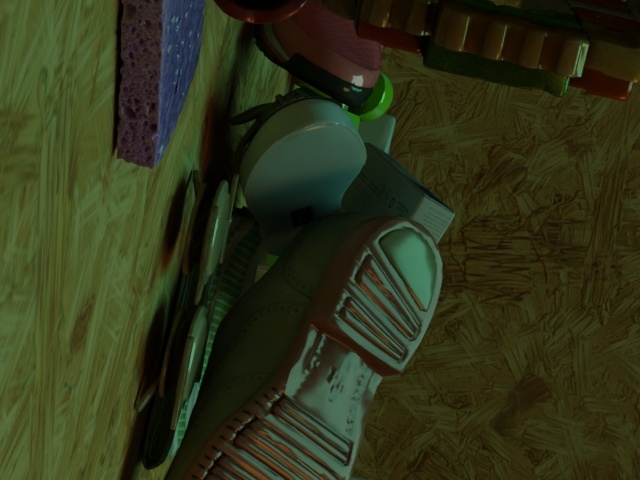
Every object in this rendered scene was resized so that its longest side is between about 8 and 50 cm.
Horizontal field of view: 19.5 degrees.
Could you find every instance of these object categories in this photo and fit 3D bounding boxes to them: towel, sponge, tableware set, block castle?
[{"bbox_3d":[-0.102,0.081,1.735,0.325,0.038,0.248,32,72,-86],"label":"towel"},{"bbox_3d":[-0.093,-0.156,1.128,0.210,0.031,0.117,99,5,-46],"label":"sponge"},{"bbox_3d":[-0.109,0.042,1.499,0.128,0.039,0.194,-68,170,-75],"label":"tableware set"},{"bbox_3d":[0.155,-0.266,1.331,0.213,0.453,0.303,-88,-170,-71],"label":"block castle"}]

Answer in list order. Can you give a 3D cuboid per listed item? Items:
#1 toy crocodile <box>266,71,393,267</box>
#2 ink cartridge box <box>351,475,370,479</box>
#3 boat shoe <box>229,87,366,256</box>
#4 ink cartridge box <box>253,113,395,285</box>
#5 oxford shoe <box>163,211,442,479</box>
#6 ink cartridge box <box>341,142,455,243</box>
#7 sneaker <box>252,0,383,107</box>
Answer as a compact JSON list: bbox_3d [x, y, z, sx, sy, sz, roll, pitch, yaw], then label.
[{"bbox_3d":[-0.001,-0.120,2.138,0.115,0.105,0.340,28,74,-57],"label":"toy crocodile"},{"bbox_3d":[-0.031,0.286,1.998,0.148,0.203,0.086,43,60,-68],"label":"ink cartridge box"},{"bbox_3d":[-0.022,-0.079,1.656,0.306,0.113,0.105,74,-1,-73],"label":"boat shoe"},{"bbox_3d":[0.000,0.000,2.307,0.211,0.121,0.289,100,4,-50],"label":"ink cartridge box"},{"bbox_3d":[-0.046,0.147,1.599,0.140,0.146,0.397,48,70,-33],"label":"oxford shoe"},{"bbox_3d":[0.026,0.030,1.781,0.224,0.045,0.223,-56,-161,7],"label":"ink cartridge box"},{"bbox_3d":[0.022,-0.240,1.717,0.136,0.116,0.314,-55,-164,28],"label":"sneaker"}]
